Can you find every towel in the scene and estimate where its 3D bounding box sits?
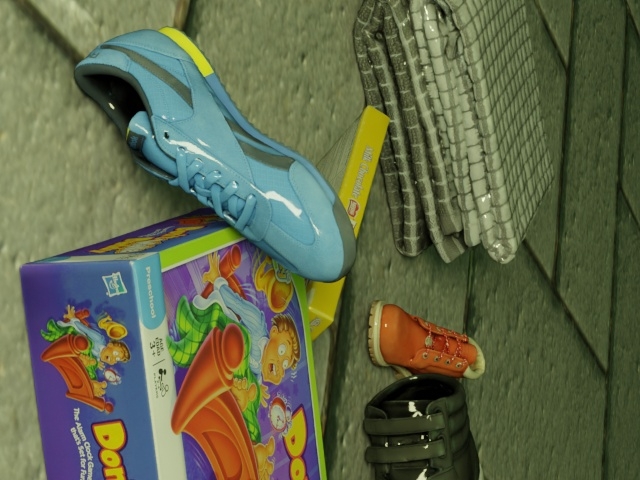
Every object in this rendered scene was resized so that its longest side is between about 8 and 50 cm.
[{"bbox_3d":[0.131,-0.139,1.440,0.235,0.121,0.283,-52,132,-59],"label":"towel"}]

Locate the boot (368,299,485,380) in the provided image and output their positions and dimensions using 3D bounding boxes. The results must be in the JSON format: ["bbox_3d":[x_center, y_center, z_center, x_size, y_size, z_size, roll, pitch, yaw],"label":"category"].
[{"bbox_3d":[0.097,0.093,1.368,0.158,0.085,0.059,39,53,-58],"label":"boot"}]

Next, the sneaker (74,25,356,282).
[{"bbox_3d":[-0.068,-0.044,0.907,0.082,0.209,0.069,-28,158,-44],"label":"sneaker"}]

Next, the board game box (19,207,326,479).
[{"bbox_3d":[-0.076,0.163,0.959,0.233,0.078,0.347,-25,110,-66],"label":"board game box"}]

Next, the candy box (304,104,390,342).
[{"bbox_3d":[0.000,0.000,1.142,0.027,0.105,0.206,29,50,-15],"label":"candy box"}]

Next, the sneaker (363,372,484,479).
[{"bbox_3d":[0.073,0.226,1.281,0.296,0.105,0.147,-66,144,-57],"label":"sneaker"}]
